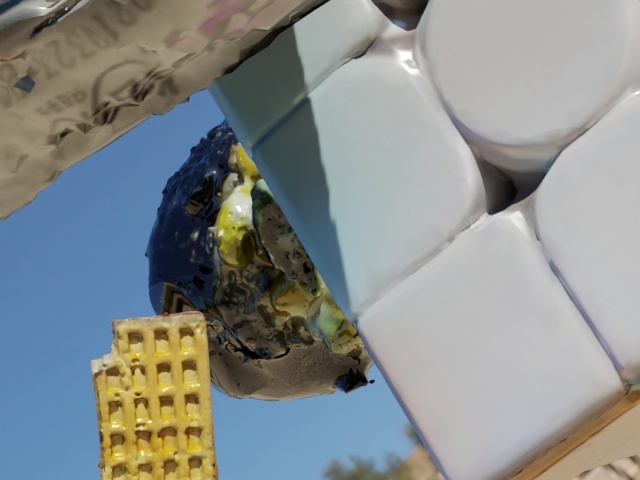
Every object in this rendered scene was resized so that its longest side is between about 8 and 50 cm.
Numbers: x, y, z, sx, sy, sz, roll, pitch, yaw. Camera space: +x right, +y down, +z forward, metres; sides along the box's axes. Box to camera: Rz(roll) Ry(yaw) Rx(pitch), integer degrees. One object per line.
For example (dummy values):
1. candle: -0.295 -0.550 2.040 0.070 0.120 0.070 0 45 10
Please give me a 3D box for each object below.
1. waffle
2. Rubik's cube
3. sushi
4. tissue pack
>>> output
1. waffle: -0.124 0.122 1.171 0.092 0.135 0.021 -6 -3 -15
2. Rubik's cube: 0.159 -0.081 0.755 0.291 0.290 0.291 -40 -21 26
3. sushi: 0.000 0.000 1.685 0.328 0.328 0.285 -39 10 -23
4. tissue pack: -0.123 -0.191 0.655 0.245 0.332 0.123 -32 -35 24
